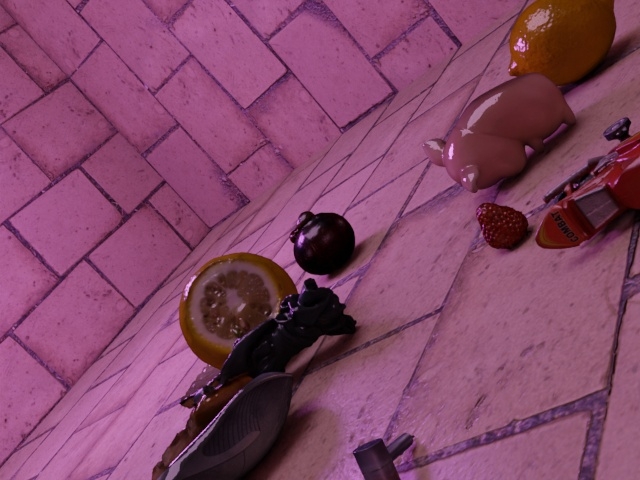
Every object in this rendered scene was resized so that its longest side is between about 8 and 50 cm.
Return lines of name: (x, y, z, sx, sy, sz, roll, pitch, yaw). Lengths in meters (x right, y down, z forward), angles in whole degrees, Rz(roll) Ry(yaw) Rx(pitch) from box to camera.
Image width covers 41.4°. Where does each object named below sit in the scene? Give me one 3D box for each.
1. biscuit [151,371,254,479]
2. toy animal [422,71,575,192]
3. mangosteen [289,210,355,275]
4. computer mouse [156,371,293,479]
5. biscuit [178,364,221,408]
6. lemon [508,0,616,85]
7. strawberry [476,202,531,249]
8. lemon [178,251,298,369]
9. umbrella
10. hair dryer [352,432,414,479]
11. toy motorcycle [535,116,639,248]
biscuit: (-0.192, 0.320, 1.453, 0.154, 0.045, 0.299, -25, -22, -41)
toy animal: (0.325, -0.195, 1.514, 0.250, 0.154, 0.166, -45, 20, 2)
mangosteen: (0.000, 0.000, 1.889, 0.152, 0.152, 0.152, -40, 12, 10)
computer mouse: (-0.166, 0.345, 1.271, 0.379, 0.090, 0.167, -43, -14, -17)
biscuit: (-0.204, 0.261, 1.884, 0.187, 0.036, 0.273, -35, 13, 31)
lemon: (0.481, -0.403, 1.687, 0.244, 0.187, 0.187, -35, 13, 12)
strawberry: (0.270, -0.027, 1.268, 0.073, 0.083, 0.073, -34, 21, 15)
lemon: (-0.157, 0.148, 1.681, 0.240, 0.240, 0.219, -44, -14, -9)
umbrella: (-0.093, 0.206, 1.494, 0.349, 0.143, 0.094, -39, 30, 19)
hair dryer: (0.085, 0.248, 0.968, 0.037, 0.063, 0.114, -28, -5, 32)
toy motorcycle: (0.401, -0.092, 1.039, 0.298, 0.089, 0.171, -34, 15, 38)
